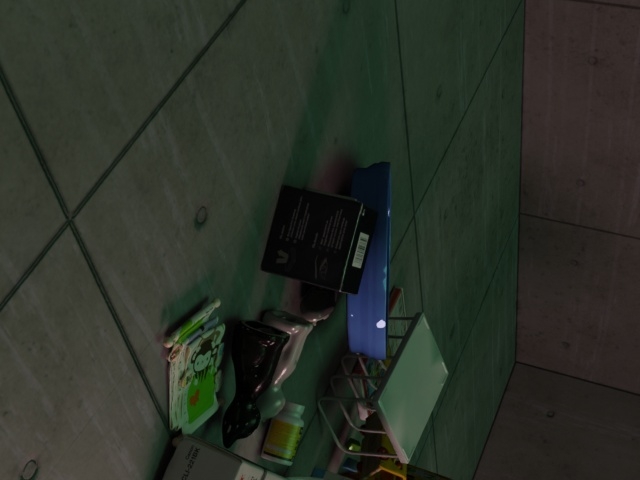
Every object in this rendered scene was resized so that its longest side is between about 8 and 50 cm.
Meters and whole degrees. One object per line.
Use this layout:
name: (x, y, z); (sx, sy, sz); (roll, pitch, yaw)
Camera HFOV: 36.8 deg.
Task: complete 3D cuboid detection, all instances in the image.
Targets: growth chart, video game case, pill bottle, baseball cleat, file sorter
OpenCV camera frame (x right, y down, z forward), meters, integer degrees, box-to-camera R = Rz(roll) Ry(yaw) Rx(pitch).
growth chart: (-0.193, 0.205, 1.508); (0.172, 0.021, 0.237); (-46, 146, -51)
video game case: (0.153, 0.282, 2.406); (0.204, 0.025, 0.285); (79, 32, -47)
pill bottle: (-0.069, 0.369, 1.852); (0.065, 0.065, 0.116); (36, 69, -67)
baseball cleat: (0.006, 0.071, 1.874); (0.206, 0.072, 0.110); (-61, 150, -57)
file sorter: (0.141, 0.323, 2.157); (0.278, 0.173, 0.193); (-56, 132, -42)

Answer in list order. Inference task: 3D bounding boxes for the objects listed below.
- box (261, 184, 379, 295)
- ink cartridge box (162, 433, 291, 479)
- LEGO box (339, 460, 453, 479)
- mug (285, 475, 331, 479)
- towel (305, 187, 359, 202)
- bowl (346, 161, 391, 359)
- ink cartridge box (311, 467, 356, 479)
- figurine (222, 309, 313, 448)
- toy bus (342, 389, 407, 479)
box: (0.000, 0.000, 1.674); (0.093, 0.158, 0.156); (19, 85, -67)
ink cartridge box: (-0.168, 0.445, 1.566); (0.197, 0.114, 0.273); (-66, 157, -13)
LEGO box: (0.163, 0.796, 2.507); (0.500, 0.193, 0.373); (24, 81, -68)
mug: (0.026, 0.686, 1.867); (0.276, 0.373, 0.328); (-59, 164, -77)
towel: (0.004, -0.012, 1.739); (0.023, 0.113, 0.152); (15, 90, -65)
bowl: (0.098, 0.039, 1.899); (0.391, 0.077, 0.392); (1, 90, -85)
ink cartridge box: (0.045, 0.586, 2.156); (0.092, 0.143, 0.090); (72, 38, -53)
figurine: (-0.101, 0.238, 1.664); (0.215, 0.092, 0.210); (-11, 118, -73)
toy bus: (0.156, 0.484, 2.266); (0.202, 0.104, 0.191); (-63, -160, 1)
